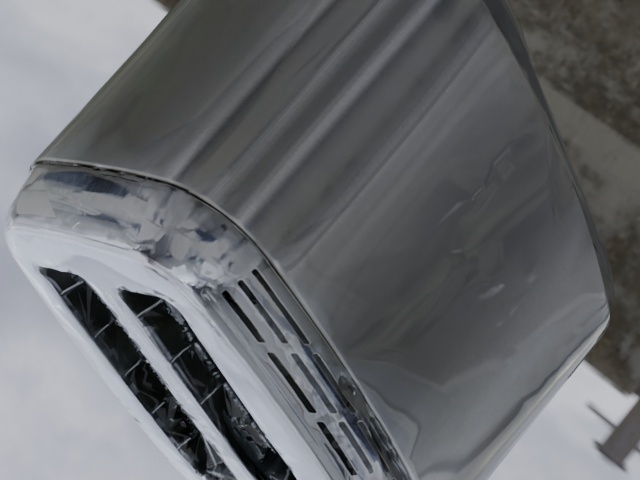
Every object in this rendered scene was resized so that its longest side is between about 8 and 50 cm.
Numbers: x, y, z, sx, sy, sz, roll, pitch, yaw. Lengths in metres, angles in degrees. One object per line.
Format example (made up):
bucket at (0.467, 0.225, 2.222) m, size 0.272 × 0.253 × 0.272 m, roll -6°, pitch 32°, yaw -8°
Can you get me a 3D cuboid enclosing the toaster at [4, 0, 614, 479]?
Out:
toaster at (0.000, 0.000, 0.416) m, size 0.129 × 0.146 × 0.227 m, roll 11°, pitch 142°, yaw 41°
